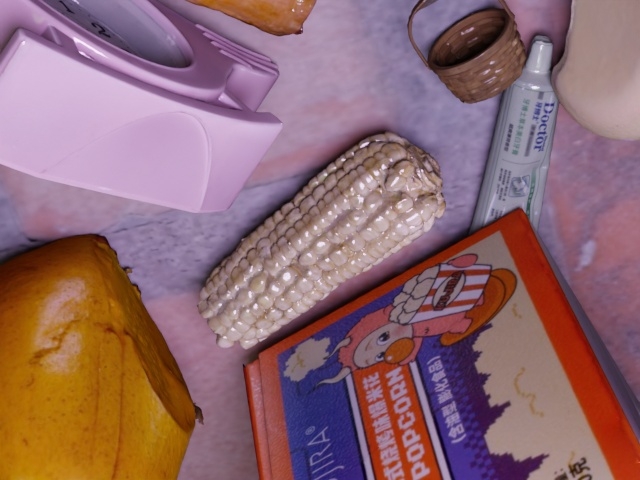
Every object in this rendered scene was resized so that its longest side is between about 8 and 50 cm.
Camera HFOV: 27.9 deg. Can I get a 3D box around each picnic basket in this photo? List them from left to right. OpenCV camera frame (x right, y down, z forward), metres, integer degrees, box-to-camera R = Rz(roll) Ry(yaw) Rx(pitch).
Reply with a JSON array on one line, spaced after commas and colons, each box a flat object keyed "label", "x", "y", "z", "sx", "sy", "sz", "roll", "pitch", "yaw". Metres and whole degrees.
[{"label": "picnic basket", "x": 0.102, "y": -0.146, "z": 0.905, "sx": 0.072, "sy": 0.072, "sz": 0.083, "roll": -32, "pitch": 122, "yaw": 12}]

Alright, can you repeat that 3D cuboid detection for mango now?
[{"label": "mango", "x": -0.179, "y": 0.119, "z": 0.917, "sx": 0.138, "sy": 0.257, "sz": 0.187, "roll": -38, "pitch": 111, "yaw": 15}]

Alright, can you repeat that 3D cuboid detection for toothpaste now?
[{"label": "toothpaste", "x": 0.147, "y": -0.049, "z": 0.973, "sx": 0.064, "sy": 0.041, "sz": 0.218, "roll": 2, "pitch": 119, "yaw": -9}]

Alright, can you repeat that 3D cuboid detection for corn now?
[{"label": "corn", "x": 0.000, "y": 0.000, "z": 0.970, "sx": 0.211, "sy": 0.087, "sz": 0.087, "roll": -36, "pitch": 112, "yaw": 21}]

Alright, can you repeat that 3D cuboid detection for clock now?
[{"label": "clock", "x": -0.148, "y": -0.132, "z": 0.853, "sx": 0.290, "sy": 0.275, "sz": 0.080, "roll": 16, "pitch": 117, "yaw": -50}]

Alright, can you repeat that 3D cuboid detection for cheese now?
[{"label": "cheese", "x": 0.232, "y": -0.142, "z": 0.813, "sx": 0.070, "sy": 0.249, "sz": 0.164, "roll": -9, "pitch": 100, "yaw": -21}]

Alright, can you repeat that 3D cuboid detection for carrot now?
[{"label": "carrot", "x": -0.101, "y": -0.196, "z": 0.858, "sx": 0.205, "sy": 0.072, "sz": 0.072, "roll": 15, "pitch": 114, "yaw": -19}]

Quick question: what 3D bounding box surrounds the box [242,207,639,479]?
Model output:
[{"label": "box", "x": 0.139, "y": 0.226, "z": 0.915, "sx": 0.256, "sy": 0.349, "sz": 0.319, "roll": -31, "pitch": 120, "yaw": 11}]
